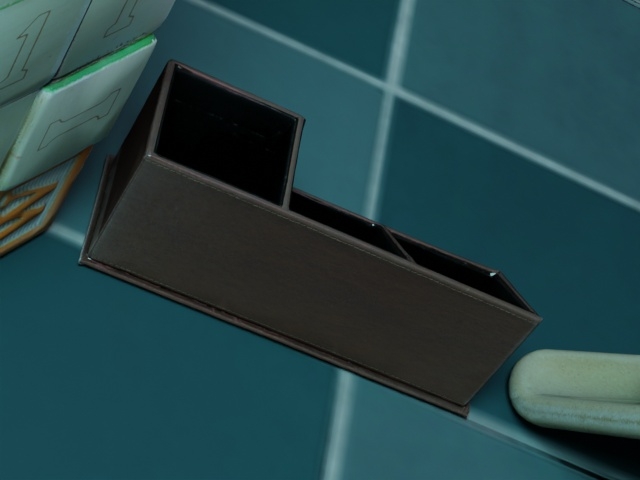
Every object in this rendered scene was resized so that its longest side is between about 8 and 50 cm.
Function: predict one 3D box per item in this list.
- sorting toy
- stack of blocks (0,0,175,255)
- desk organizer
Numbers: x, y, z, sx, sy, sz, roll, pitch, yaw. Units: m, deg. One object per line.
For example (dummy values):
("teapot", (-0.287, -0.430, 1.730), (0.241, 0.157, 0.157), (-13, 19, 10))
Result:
("sorting toy", (0.188, 0.052, 0.536), (0.193, 0.208, 0.038), (5, 91, -29))
("stack of blocks", (-0.099, -0.134, 0.420), (0.171, 0.297, 0.087), (45, 43, 11))
("desk organizer", (0.000, 0.000, 0.546), (0.130, 0.050, 0.047), (23, 44, -14))
